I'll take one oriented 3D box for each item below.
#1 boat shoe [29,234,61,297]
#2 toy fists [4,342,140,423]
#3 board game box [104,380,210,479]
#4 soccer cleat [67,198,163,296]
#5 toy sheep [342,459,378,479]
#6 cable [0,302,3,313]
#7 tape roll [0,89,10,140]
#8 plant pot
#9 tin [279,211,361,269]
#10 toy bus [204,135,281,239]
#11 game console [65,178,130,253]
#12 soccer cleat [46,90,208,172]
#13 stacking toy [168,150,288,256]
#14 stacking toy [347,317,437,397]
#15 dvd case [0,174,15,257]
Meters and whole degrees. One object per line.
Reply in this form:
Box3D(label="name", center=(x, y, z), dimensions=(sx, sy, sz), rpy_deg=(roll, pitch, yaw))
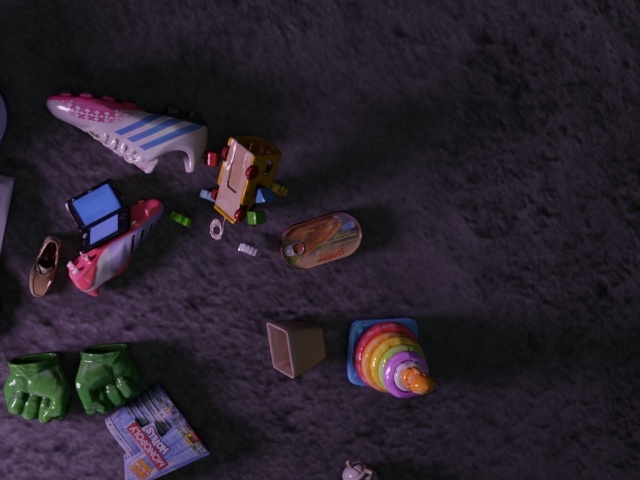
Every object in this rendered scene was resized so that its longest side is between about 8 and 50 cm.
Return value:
Box3D(label="boat shoe", center=(-0.575, 0.056, 1.787), dimensions=(0.050, 0.045, 0.136), rpy_deg=(13, 95, -16))
Box3D(label="toy fists", center=(-0.522, 0.309, 1.817), dimensions=(0.279, 0.096, 0.142), rpy_deg=(-7, 101, -15))
Box3D(label="board game box", center=(-0.379, 0.448, 1.895), dimensions=(0.194, 0.060, 0.194), rpy_deg=(-36, 106, -8))
Box3D(label="soccer cleat", center=(-0.421, 0.013, 1.814), dimensions=(0.248, 0.083, 0.095), rpy_deg=(-43, 131, -8))
Box3D(label="toy sheep", center=(0.095, 0.567, 2.028), dimensions=(0.091, 0.091, 0.132), rpy_deg=(-28, 112, -9))
Box3D(label="cable", center=(-0.745, 0.123, 1.734), dimensions=(0.150, 0.047, 0.185), rpy_deg=(-40, 119, -19))
Box3D(label="tape roll", center=(-0.711, -0.245, 1.685), dimensions=(0.188, 0.080, 0.189), rpy_deg=(-2, 100, -14))
Box3D(label="plant pot", center=(-0.049, 0.234, 1.932), dimensions=(0.096, 0.109, 0.109), rpy_deg=(-14, 103, -25))
Box3D(label="tin", center=(0.000, 0.000, 1.940), dimensions=(0.189, 0.040, 0.106), rpy_deg=(-17, 99, -12))
Box3D(label="toy bus", center=(-0.151, -0.118, 1.793), dimensions=(0.104, 0.202, 0.191), rpy_deg=(-9, 84, -42))
Box3D(label="game console", center=(-0.461, -0.049, 1.771), dimensions=(0.122, 0.107, 0.071), rpy_deg=(-27, 132, 12))
Box3D(label="soccer cleat", center=(-0.394, -0.216, 1.755), dimensions=(0.331, 0.116, 0.143), rpy_deg=(8, 93, -17))
Box3D(label="stacking toy", center=(-0.201, -0.080, 1.865), dimensions=(0.221, 0.052, 0.167), rpy_deg=(24, 85, -12))
Box3D(label="stacking toy", center=(0.181, 0.283, 1.894), dimensions=(0.175, 0.302, 0.166), rpy_deg=(-2, 99, -16))
Box3D(label="dvd case", center=(-0.718, -0.027, 1.700), dimensions=(0.179, 0.029, 0.239), rpy_deg=(12, 78, -24))
